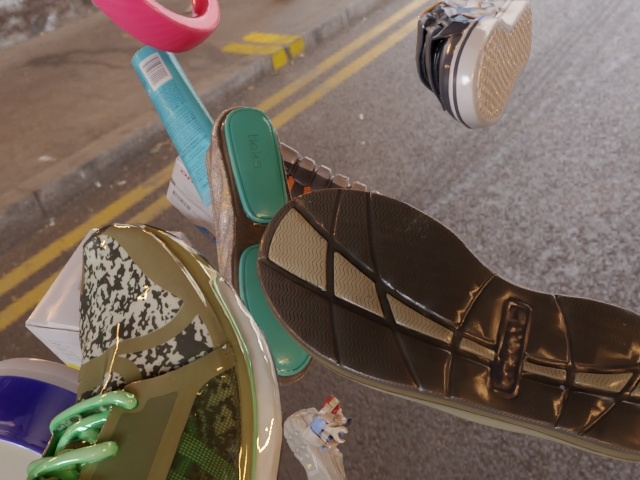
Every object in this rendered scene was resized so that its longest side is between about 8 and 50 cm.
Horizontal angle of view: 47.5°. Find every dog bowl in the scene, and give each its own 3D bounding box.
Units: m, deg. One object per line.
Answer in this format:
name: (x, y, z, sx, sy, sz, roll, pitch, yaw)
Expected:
dog bowl: (-0.306, 0.262, 0.848, 0.265, 0.264, 0.104, 1, 39, 21)

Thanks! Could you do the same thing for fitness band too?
fitness band: (-0.228, -0.339, 0.815, 0.054, 0.291, 0.209, -35, 12, 25)

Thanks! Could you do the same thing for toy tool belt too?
toy tool belt: (0.016, 0.215, 0.836, 0.051, 0.083, 0.052, 39, 46, 12)

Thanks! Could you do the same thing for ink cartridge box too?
ink cartridge box: (-0.275, 0.141, 1.160, 0.197, 0.270, 0.198, 3, 50, 29)
ink cartridge box: (-0.164, -0.074, 1.157, 0.082, 0.140, 0.191, -47, 2, -23)

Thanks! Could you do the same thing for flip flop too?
flip flop: (0.090, 0.057, 0.446, 0.277, 0.080, 0.112, 20, 70, 2)

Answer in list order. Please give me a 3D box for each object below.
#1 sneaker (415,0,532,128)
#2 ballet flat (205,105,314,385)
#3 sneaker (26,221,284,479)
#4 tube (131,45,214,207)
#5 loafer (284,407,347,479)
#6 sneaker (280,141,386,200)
sneaker: (0.170, -0.218, 0.883, 0.128, 0.126, 0.321, 6, 27, 22)
ballet flat: (-0.070, 0.008, 0.808, 0.108, 0.315, 0.106, 2, -20, -28)
sneaker: (-0.123, 0.160, 0.411, 0.158, 0.182, 0.410, -35, 57, 34)
tube: (-0.166, -0.148, 0.906, 0.080, 0.207, 0.052, -37, -12, 39)
loafer: (0.020, 0.569, 1.815, 0.112, 0.319, 0.112, -16, -12, -44)
sneaker: (0.000, 0.000, 0.996, 0.321, 0.124, 0.180, 28, 86, 17)
